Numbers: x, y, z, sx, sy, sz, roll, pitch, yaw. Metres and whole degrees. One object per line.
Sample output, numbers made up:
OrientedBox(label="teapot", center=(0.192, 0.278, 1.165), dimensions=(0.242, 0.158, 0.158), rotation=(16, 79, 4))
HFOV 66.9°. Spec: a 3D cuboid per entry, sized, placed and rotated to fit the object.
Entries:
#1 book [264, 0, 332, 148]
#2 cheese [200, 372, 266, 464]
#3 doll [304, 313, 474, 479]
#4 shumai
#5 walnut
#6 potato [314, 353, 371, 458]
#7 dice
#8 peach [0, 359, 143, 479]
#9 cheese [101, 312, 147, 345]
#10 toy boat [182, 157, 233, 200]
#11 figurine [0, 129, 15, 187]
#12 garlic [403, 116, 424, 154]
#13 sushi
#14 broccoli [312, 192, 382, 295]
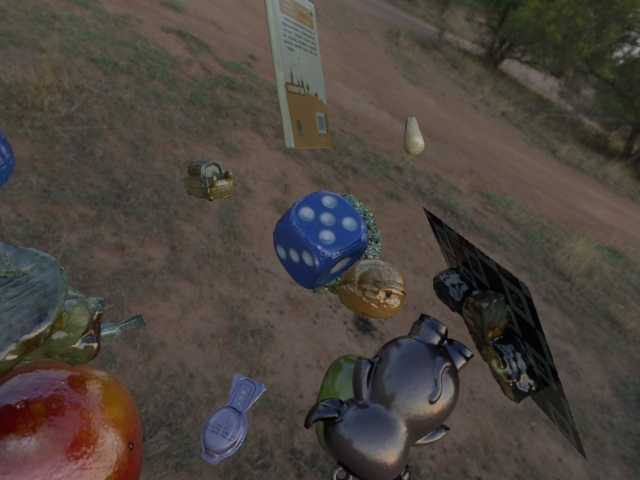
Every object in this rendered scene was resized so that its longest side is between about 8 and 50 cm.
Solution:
OrientedBox(label="book", center=(-0.037, -0.326, 0.935), dimensions=(0.020, 0.296, 0.208), rotation=(-4, 8, 23))
OrientedBox(label="cheese", center=(-0.197, 0.390, 1.059), dimensions=(0.105, 0.042, 0.191), rotation=(15, 63, 28))
OrientedBox(label="doll", center=(0.099, 0.226, 0.670), dimensions=(0.182, 0.257, 0.117), rotation=(42, -7, -8))
OrientedBox(label="shumai", center=(-0.489, 0.132, 0.747), dimensions=(0.271, 0.204, 0.222), rotation=(5, 64, -2))
OrientedBox(label="walnut", center=(0.131, 0.116, 1.175), dimensions=(0.180, 0.144, 0.144), rotation=(23, 29, -25))
OrientedBox(label="potato", center=(0.090, 0.488, 1.416), dimensions=(0.215, 0.305, 0.216), rotation=(5, -4, 0))
OrientedBox(label="dice", center=(0.000, 0.000, 0.957), dimensions=(0.143, 0.146, 0.146), rotation=(-29, 68, -33))
OrientedBox(label="peach", center=(-0.519, 0.406, 0.895), dimensions=(0.388, 0.388, 0.388), rotation=(24, 29, -14))
OrientedBox(label="cheese", center=(-0.394, 0.171, 0.916), dimensions=(0.120, 0.067, 0.026), rotation=(-23, 66, -17))
OrientedBox(label="toy boat", center=(-0.339, -0.188, 1.433), dimensions=(0.089, 0.115, 0.310), rotation=(-18, 19, -26))
OrientedBox(label="figurine", center=(-0.296, -0.094, 0.376), dimensions=(0.087, 0.149, 0.086), rotation=(22, 60, -3))
OrientedBox(label="garlic", center=(0.185, -0.203, 0.962), dimensions=(0.041, 0.083, 0.053), rotation=(-4, 37, 16))
OrientedBox(label="sushi", center=(0.271, 0.147, 0.823), dimensions=(0.343, 0.064, 0.359), rotation=(62, 1, -22))
OrientedBox(label="broccoli", center=(0.059, 0.032, 1.537), dimensions=(0.338, 0.277, 0.317), rotation=(31, -18, -35))
